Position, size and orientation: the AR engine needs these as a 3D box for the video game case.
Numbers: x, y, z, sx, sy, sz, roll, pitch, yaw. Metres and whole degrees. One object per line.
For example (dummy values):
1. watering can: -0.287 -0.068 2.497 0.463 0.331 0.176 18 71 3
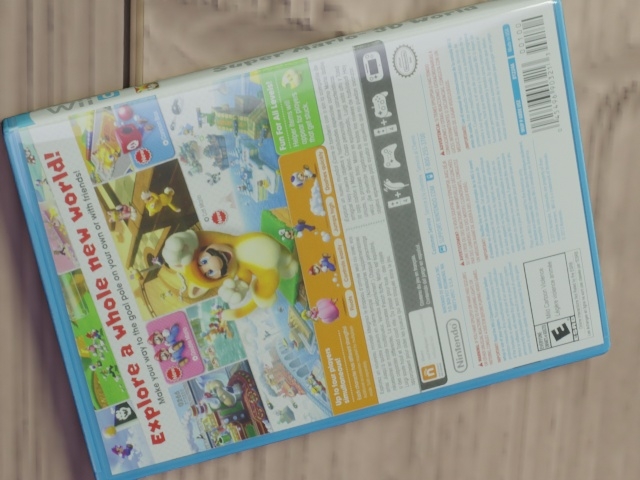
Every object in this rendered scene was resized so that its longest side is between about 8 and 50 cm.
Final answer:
1. video game case: 0.000 0.000 0.564 0.166 0.015 0.119 -14 113 -7
